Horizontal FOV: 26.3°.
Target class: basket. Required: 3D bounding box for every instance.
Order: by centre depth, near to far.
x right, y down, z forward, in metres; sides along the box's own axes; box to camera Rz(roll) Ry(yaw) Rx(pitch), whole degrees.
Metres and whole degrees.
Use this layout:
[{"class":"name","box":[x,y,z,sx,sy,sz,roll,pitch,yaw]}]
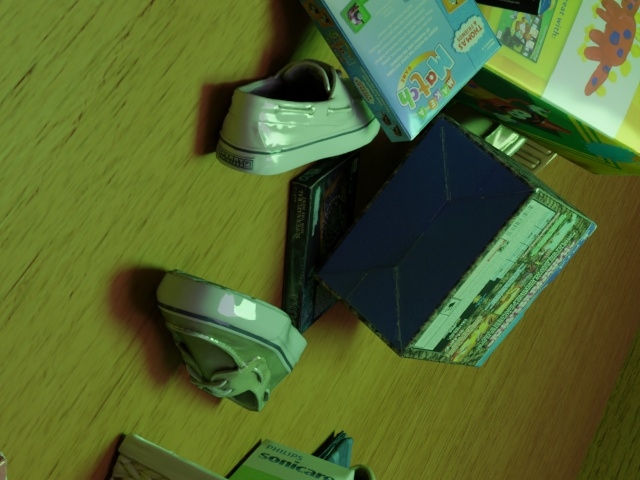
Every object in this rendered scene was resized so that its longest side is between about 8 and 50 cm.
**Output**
[{"class":"basket","box":[-0.113,0.262,1.254,0.103,0.167,0.113,-65,157,-10]}]

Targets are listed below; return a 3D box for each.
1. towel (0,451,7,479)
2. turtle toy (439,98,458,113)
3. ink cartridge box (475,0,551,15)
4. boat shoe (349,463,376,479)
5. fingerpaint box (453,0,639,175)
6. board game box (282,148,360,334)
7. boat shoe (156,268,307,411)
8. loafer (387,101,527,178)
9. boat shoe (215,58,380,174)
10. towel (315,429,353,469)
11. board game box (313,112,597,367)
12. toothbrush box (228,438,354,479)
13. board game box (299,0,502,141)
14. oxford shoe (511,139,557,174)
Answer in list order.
[{"class":"towel","box":[-0.295,0.251,0.990,0.197,0.029,0.144,-35,137,-54]},{"class":"turtle toy","box":[0.202,-0.198,1.819,0.095,0.066,0.130,2,106,-37]},{"class":"ink cartridge box","box":[0.138,-0.300,1.405,0.046,0.207,0.097,-39,139,-58]},{"class":"boat shoe","box":[0.009,0.409,1.739,0.302,0.109,0.098,-57,148,-49]},{"class":"fingerpaint box","box":[0.319,-0.347,1.645,0.371,0.163,0.445,23,81,-30]},{"class":"board game box","box":[0.000,0.000,1.528,0.126,0.026,0.186,-39,140,-55]},{"class":"boat shoe","box":[-0.082,0.104,1.297,0.094,0.109,0.302,-68,161,-9]},{"class":"loafer","box":[0.182,-0.131,1.720,0.268,0.102,0.092,-53,131,-10]},{"class":"boat shoe","box":[-0.007,-0.132,1.325,0.258,0.095,0.084,-36,141,-59]},{"class":"towel","box":[0.004,0.296,1.742,0.119,0.029,0.067,-39,139,-57]},{"class":"board game box","box":[0.163,0.010,1.578,0.232,0.141,0.291,-52,157,9]},{"class":"toothbrush box","box":[-0.081,0.382,1.474,0.283,0.122,0.206,-43,143,-55]},{"class":"board game box","box":[0.072,-0.227,1.339,0.160,0.039,0.211,-46,113,-27]},{"class":"oxford shoe","box":[0.349,-0.240,2.069,0.397,0.140,0.146,-57,178,-13]}]
